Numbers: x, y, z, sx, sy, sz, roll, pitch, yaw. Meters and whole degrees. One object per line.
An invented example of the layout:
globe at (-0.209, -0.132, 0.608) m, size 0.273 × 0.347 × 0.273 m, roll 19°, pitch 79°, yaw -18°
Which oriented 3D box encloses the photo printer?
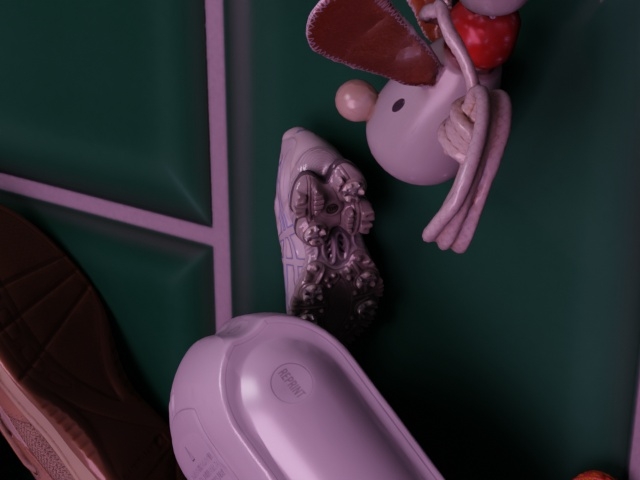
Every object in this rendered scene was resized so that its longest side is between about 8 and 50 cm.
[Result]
photo printer at (0.011, 0.191, 0.945) m, size 0.307 × 0.107 × 0.256 m, roll 53°, pitch 161°, yaw 8°

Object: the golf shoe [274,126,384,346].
golf shoe at (0.000, 0.000, 0.969) m, size 0.086 × 0.069 × 0.176 m, roll -119°, pitch 24°, yaw -46°

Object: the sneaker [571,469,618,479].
sneaker at (0.172, 0.233, 0.948) m, size 0.064 × 0.067 × 0.175 m, roll 23°, pitch 121°, yaw 25°

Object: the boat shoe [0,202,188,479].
boat shoe at (-0.220, 0.127, 1.123) m, size 0.110 × 0.122 × 0.341 m, roll -28°, pitch 95°, yaw 38°

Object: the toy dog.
toy dog at (0.053, -0.177, 0.766) m, size 0.161 × 0.220 × 0.333 m, roll 18°, pitch 113°, yaw 0°
